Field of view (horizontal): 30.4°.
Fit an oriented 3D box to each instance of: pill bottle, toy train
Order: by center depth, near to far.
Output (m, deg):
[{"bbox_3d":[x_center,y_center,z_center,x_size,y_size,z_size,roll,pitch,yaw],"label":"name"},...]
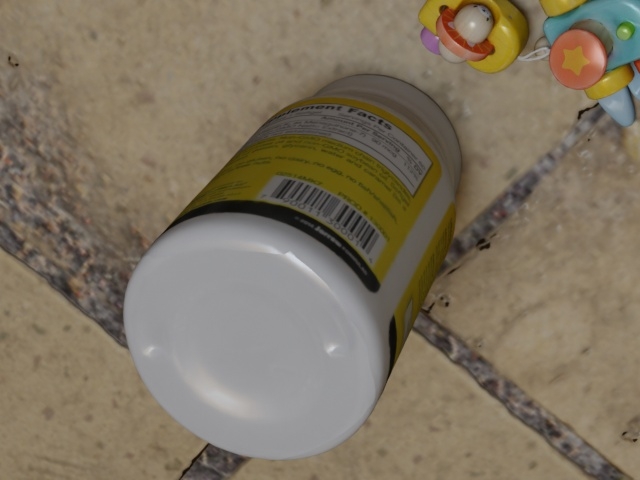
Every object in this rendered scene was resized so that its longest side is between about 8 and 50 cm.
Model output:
[{"bbox_3d":[0.091,-0.126,0.550,0.166,0.046,0.125,22,133,20],"label":"toy train"},{"bbox_3d":[0.000,0.000,0.575,0.119,0.208,0.119,9,119,16],"label":"pill bottle"}]

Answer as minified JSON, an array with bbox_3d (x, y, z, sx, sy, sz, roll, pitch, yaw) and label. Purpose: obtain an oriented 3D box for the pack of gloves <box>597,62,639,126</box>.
[{"bbox_3d":[0.168,-0.159,0.523,0.195,0.046,0.232,-30,104,30],"label":"pack of gloves"}]
